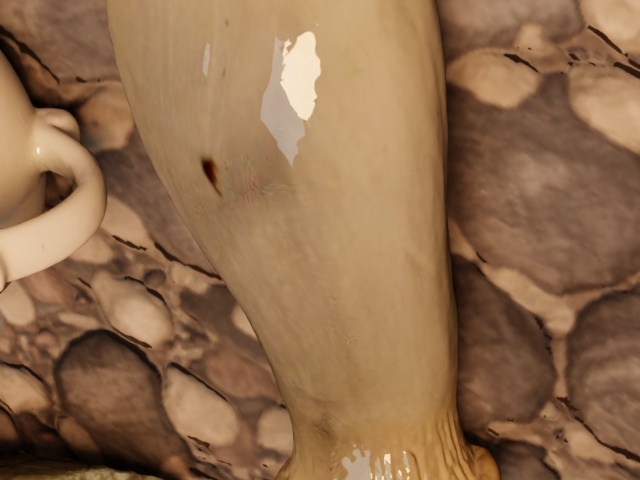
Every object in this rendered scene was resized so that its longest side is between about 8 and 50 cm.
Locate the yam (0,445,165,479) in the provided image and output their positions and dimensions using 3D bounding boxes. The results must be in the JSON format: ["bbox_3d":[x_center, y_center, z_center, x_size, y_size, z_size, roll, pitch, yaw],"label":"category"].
[{"bbox_3d":[-0.223,0.230,1.068,0.348,0.241,0.241,3,122,32],"label":"yam"}]

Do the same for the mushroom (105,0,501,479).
[{"bbox_3d":[0.000,0.000,0.854,0.159,0.122,0.329,38,145,56],"label":"mushroom"}]

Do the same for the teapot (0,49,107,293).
[{"bbox_3d":[-0.227,-0.041,0.932,0.298,0.139,0.204,4,120,30],"label":"teapot"}]
